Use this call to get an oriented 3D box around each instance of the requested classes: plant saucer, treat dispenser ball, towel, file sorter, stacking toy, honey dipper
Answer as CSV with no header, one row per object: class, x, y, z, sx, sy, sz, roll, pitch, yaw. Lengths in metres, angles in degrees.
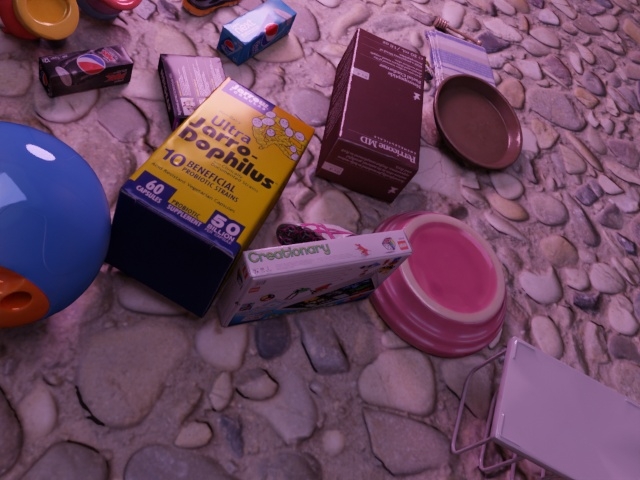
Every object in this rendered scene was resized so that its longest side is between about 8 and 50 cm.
plant saucer,0.251,0.070,1.227,0.332,0.084,0.332,12,56,-18
treat dispenser ball,-0.444,-0.021,0.833,0.288,0.288,0.288,12,56,-18
towel,0.398,-0.458,1.663,0.209,0.034,0.285,10,58,-22
plant saucer,0.400,-0.301,1.536,0.277,0.041,0.278,10,65,-22
file sorter,0.397,0.343,1.061,0.277,0.173,0.193,29,53,-5
stacking toy,-0.528,-0.553,1.185,0.309,0.130,0.280,-42,122,-42
honey dipper,0.413,-0.619,1.775,0.160,0.030,0.031,20,53,-14

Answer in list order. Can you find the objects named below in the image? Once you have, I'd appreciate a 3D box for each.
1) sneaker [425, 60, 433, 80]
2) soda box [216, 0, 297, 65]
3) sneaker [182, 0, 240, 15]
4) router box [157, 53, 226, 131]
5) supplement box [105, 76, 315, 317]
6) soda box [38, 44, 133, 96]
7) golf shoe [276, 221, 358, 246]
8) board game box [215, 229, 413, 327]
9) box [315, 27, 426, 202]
sneaker,0.286,-0.469,1.619,0.035,0.031,0.083,-16,67,-32
soda box,-0.148,-0.500,1.416,0.071,0.067,0.210,40,53,4
sneaker,-0.242,-0.615,1.438,0.084,0.083,0.215,36,50,2
router box,-0.260,-0.312,1.258,0.133,0.046,0.179,-4,61,-26
supplement box,-0.182,-0.085,1.034,0.194,0.195,0.357,31,46,-4
soda box,-0.458,-0.334,1.172,0.168,0.060,0.053,-24,73,-34
golf shoe,0.000,0.000,1.176,0.186,0.068,0.086,16,28,-14
board game box,-0.013,0.066,1.038,0.305,0.193,0.053,-8,64,-29
box,0.121,-0.292,1.365,0.191,0.143,0.382,19,55,-13
